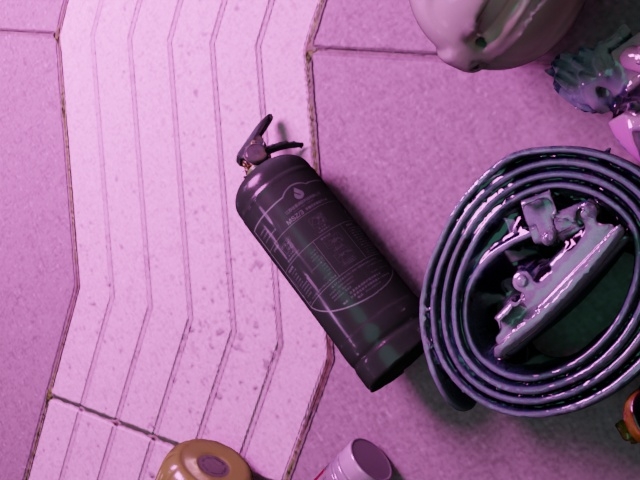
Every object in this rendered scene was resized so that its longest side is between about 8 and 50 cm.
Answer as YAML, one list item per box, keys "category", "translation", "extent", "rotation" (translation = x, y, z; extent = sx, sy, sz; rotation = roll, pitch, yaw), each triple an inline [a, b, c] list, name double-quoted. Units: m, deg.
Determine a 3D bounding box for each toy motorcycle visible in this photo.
- category: "toy motorcycle"
  translation: [0.281, -0.153, 0.602]
  extent: [0.204, 0.108, 0.239]
  rotation: [12, 99, 29]

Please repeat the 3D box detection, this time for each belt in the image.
- category: "belt"
  translation: [0.195, 0.045, 0.658]
  extent: [0.206, 0.116, 0.268]
  rotation: [34, 106, 24]

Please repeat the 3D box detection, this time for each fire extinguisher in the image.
- category: "fire extinguisher"
  translation: [0.000, 0.000, 0.786]
  extent: [0.114, 0.095, 0.311]
  rotation: [-34, 73, -19]

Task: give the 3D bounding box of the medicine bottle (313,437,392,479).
- category: "medicine bottle"
  translation: [0.027, 0.260, 0.800]
  extent: [0.058, 0.058, 0.091]
  rotation: [47, 113, 20]

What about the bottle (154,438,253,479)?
- category: "bottle"
  translation: [-0.170, 0.366, 0.889]
  extent: [0.112, 0.112, 0.260]
  rotation: [31, 108, 25]

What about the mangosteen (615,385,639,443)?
- category: "mangosteen"
  translation: [0.306, 0.137, 0.595]
  extent: [0.151, 0.137, 0.137]
  rotation: [-28, 79, 44]

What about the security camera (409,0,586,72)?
- category: "security camera"
  translation: [0.171, -0.254, 0.587]
  extent: [0.277, 0.197, 0.191]
  rotation: [128, 157, -57]
